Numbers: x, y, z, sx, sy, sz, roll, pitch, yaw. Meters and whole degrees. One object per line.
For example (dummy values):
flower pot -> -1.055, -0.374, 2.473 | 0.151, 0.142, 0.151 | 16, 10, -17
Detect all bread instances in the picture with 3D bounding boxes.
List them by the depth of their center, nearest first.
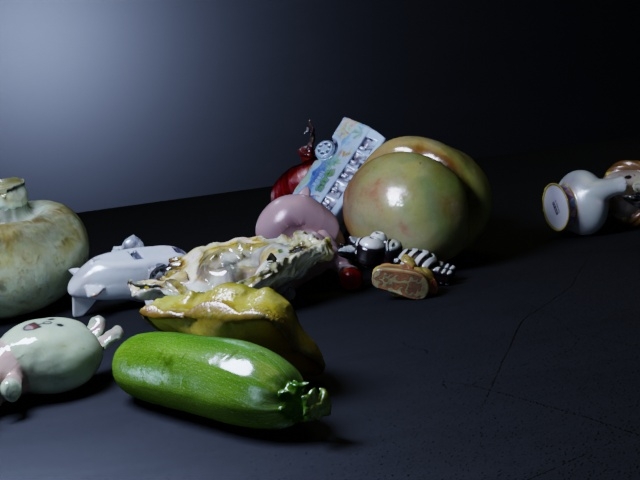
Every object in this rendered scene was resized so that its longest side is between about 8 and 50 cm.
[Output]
bread -> -0.105, 0.115, 1.297 | 0.233, 0.088, 0.160 | 4, -24, 38

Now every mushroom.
mushroom -> -0.626, 0.018, 1.927 | 0.351, 0.261, 0.352 | -4, 13, 1

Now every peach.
peach -> 0.183, -0.067, 1.946 | 0.292, 0.248, 0.292 | -17, 26, 8

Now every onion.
onion -> -0.003, -0.144, 2.484 | 0.273, 0.285, 0.273 | -19, -9, -3

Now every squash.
squash -> -0.130, 0.163, 1.187 | 0.101, 0.102, 0.378 | -15, 13, -41

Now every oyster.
oyster -> -0.148, 0.066, 1.728 | 0.354, 0.107, 0.201 | -12, 19, 8

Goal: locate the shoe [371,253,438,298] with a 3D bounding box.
shoe -> 0.143, 0.061, 1.696 | 0.109, 0.072, 0.069 | -5, 14, 8

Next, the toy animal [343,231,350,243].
toy animal -> 0.000, 0.000, 2.174 | 0.188, 0.089, 0.179 | 0, 25, 8

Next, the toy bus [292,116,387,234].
toy bus -> 0.019, -0.096, 2.111 | 0.136, 0.330, 0.109 | 25, -16, 31

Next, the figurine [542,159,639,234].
figurine -> 0.601, -0.088, 2.089 | 0.263, 0.142, 0.189 | -10, -14, -20

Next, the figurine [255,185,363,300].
figurine -> -0.028, 0.028, 1.900 | 0.176, 0.186, 0.287 | -43, 31, 7

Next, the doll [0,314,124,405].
doll -> -0.399, 0.167, 1.350 | 0.275, 0.113, 0.154 | -6, 15, -45

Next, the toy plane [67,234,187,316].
toy plane -> -0.353, 0.073, 1.874 | 0.244, 0.118, 0.245 | 4, 22, -2

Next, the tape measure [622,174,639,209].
tape measure -> 0.736, -0.100, 1.895 | 0.271, 0.231, 0.133 | -48, 9, -13

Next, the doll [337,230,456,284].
doll -> 0.133, 0.031, 1.786 | 0.219, 0.067, 0.091 | 15, 22, 14
